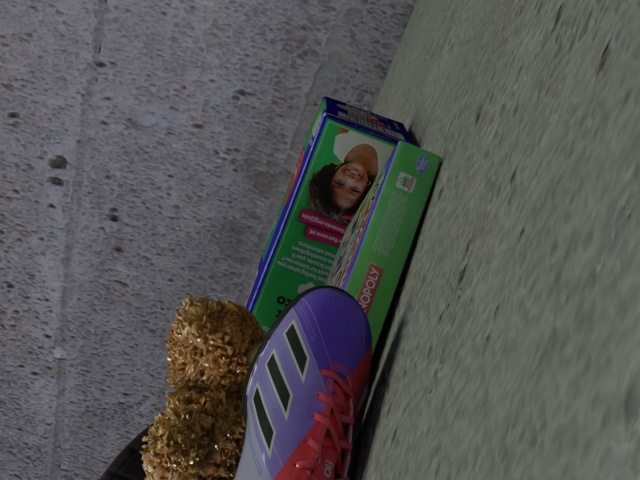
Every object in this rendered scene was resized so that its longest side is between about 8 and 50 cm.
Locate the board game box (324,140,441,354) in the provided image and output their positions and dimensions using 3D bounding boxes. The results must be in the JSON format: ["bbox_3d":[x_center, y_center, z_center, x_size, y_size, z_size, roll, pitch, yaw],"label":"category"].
[{"bbox_3d":[0.018,0.088,1.317,0.213,0.046,0.317,118,174,-63],"label":"board game box"}]

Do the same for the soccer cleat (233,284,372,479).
[{"bbox_3d":[-0.015,0.179,1.078,0.116,0.108,0.318,-21,44,60],"label":"soccer cleat"}]

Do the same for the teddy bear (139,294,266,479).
[{"bbox_3d":[-0.093,0.222,1.393,0.113,0.245,0.338,-9,53,35],"label":"teddy bear"}]

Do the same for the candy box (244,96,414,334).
[{"bbox_3d":[0.000,0.000,1.703,0.268,0.122,0.317,-88,17,-81],"label":"candy box"}]

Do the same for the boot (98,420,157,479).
[{"bbox_3d":[-0.218,0.389,1.527,0.284,0.138,0.377,117,175,-58],"label":"boot"}]
